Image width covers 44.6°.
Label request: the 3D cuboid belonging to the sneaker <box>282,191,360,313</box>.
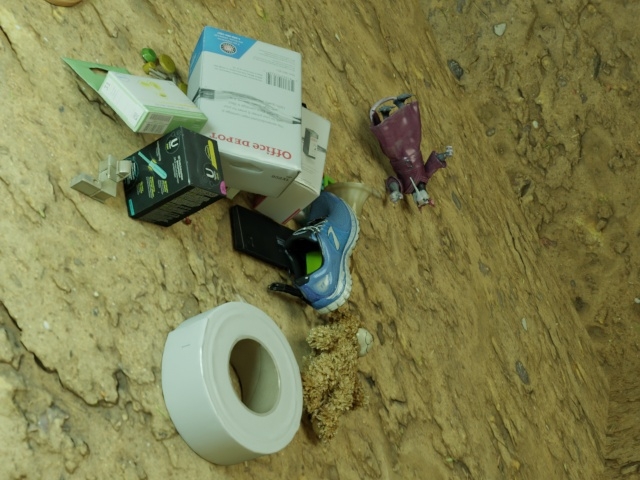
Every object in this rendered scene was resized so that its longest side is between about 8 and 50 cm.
[{"bbox_3d":[0.000,0.000,1.780,0.147,0.129,0.330,43,33,-35],"label":"sneaker"}]

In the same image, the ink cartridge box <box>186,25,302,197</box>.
[{"bbox_3d":[-0.163,-0.266,1.637,0.223,0.129,0.308,12,60,-23],"label":"ink cartridge box"}]

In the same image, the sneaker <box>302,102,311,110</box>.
[{"bbox_3d":[-0.087,-0.330,1.943,0.232,0.090,0.081,50,19,-11],"label":"sneaker"}]

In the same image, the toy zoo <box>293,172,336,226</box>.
[{"bbox_3d":[-0.043,-0.125,1.955,0.293,0.030,0.192,35,42,-43],"label":"toy zoo"}]

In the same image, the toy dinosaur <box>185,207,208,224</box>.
[{"bbox_3d":[-0.266,-0.073,1.568,0.090,0.047,0.082,24,52,2],"label":"toy dinosaur"}]

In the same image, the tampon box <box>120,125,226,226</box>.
[{"bbox_3d":[-0.271,-0.115,1.442,0.101,0.161,0.120,17,56,-54],"label":"tampon box"}]

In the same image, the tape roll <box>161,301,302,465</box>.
[{"bbox_3d":[-0.155,0.258,1.427,0.286,0.100,0.286,37,41,-41],"label":"tape roll"}]

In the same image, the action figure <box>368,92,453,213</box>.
[{"bbox_3d":[0.255,-0.254,2.451,0.275,0.248,0.370,28,-40,66],"label":"action figure"}]

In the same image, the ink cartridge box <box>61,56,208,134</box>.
[{"bbox_3d":[-0.342,-0.283,1.450,0.235,0.056,0.171,46,24,20],"label":"ink cartridge box"}]

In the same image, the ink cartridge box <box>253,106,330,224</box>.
[{"bbox_3d":[-0.063,-0.171,1.781,0.092,0.158,0.218,27,51,-23],"label":"ink cartridge box"}]

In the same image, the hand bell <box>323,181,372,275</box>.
[{"bbox_3d":[0.067,-0.012,1.943,0.126,0.126,0.242,24,62,-50],"label":"hand bell"}]

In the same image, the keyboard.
[{"bbox_3d":[-0.083,0.049,1.766,0.317,0.033,0.202,25,43,-48],"label":"keyboard"}]

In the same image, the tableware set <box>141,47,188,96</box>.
[{"bbox_3d":[-0.321,-0.349,1.674,0.154,0.024,0.104,23,47,-49],"label":"tableware set"}]

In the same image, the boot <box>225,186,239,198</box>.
[{"bbox_3d":[-0.205,-0.214,1.720,0.176,0.088,0.244,39,44,-17],"label":"boot"}]

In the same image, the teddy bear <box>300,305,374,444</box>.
[{"bbox_3d":[0.037,0.282,1.713,0.338,0.113,0.245,-31,98,-60],"label":"teddy bear"}]

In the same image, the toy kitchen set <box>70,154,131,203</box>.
[{"bbox_3d":[-0.381,-0.125,1.363,0.075,0.068,0.083,31,44,-46],"label":"toy kitchen set"}]

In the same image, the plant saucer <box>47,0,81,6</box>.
[{"bbox_3d":[-0.515,-0.542,1.479,0.200,0.037,0.200,37,41,-41],"label":"plant saucer"}]
